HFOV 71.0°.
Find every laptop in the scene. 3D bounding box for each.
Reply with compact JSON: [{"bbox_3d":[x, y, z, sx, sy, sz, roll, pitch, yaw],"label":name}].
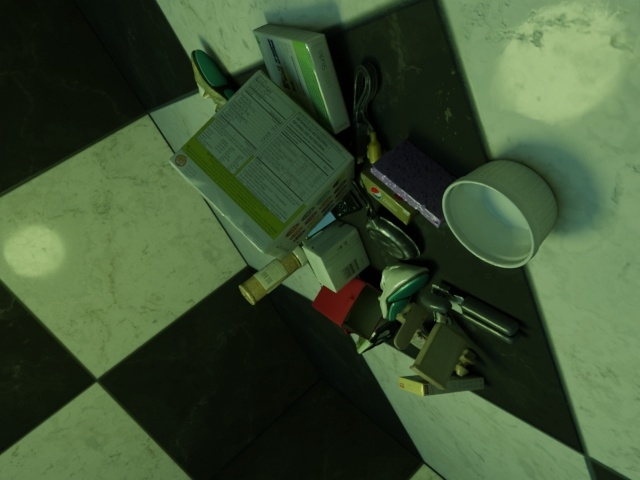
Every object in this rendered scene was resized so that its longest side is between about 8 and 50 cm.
[{"bbox_3d":[-0.022,-0.145,1.534,0.234,0.136,0.264,54,161,-8],"label":"laptop"}]

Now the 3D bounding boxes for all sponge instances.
[{"bbox_3d":[0.229,-0.134,1.020,0.210,0.117,0.031,44,161,21],"label":"sponge"}]

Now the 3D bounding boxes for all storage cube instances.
[{"bbox_3d":[0.118,0.238,1.729,0.183,0.215,0.193,33,177,-40],"label":"storage cube"}]

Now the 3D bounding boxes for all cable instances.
[{"bbox_3d":[0.111,-0.309,1.114,0.139,0.072,0.287,-123,23,-44],"label":"cable"}]

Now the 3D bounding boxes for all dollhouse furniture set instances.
[{"bbox_3d":[0.321,0.382,1.526,0.303,0.174,0.355,36,160,-1],"label":"dollhouse furniture set"}]

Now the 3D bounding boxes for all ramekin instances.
[{"bbox_3d":[0.355,-0.059,0.883,0.207,0.109,0.207,44,159,22],"label":"ramekin"}]

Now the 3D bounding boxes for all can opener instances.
[{"bbox_3d":[0.408,0.210,1.257,0.283,0.095,0.076,30,152,47],"label":"can opener"}]

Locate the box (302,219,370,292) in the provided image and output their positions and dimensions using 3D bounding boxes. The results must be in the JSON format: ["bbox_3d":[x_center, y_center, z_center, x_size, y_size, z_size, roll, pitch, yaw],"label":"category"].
[{"bbox_3d":[0.060,0.055,1.635,0.119,0.181,0.182,27,149,49],"label":"box"}]

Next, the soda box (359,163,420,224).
[{"bbox_3d":[0.189,-0.128,1.202,0.181,0.061,0.058,44,160,20],"label":"soda box"}]

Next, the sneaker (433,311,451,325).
[{"bbox_3d":[0.382,0.237,1.445,0.109,0.044,0.040,58,161,-12],"label":"sneaker"}]

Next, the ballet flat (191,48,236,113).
[{"bbox_3d":[-0.371,-0.531,1.640,0.348,0.123,0.123,49,161,-1],"label":"ballet flat"}]

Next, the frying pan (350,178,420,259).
[{"bbox_3d":[0.190,-0.035,1.297,0.197,0.053,0.326,34,169,32],"label":"frying pan"}]

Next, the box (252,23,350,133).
[{"bbox_3d":[-0.053,-0.426,1.165,0.322,0.058,0.232,44,162,49],"label":"box"}]

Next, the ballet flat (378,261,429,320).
[{"bbox_3d":[0.250,0.150,1.488,0.139,0.139,0.400,45,160,19],"label":"ballet flat"}]

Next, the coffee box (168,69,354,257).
[{"bbox_3d":[-0.133,-0.185,1.257,0.338,0.334,0.337,44,179,6],"label":"coffee box"}]

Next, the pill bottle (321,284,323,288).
[{"bbox_3d":[0.035,0.221,2.155,0.067,0.067,0.120,44,159,21],"label":"pill bottle"}]

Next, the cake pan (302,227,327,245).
[{"bbox_3d":[0.000,0.000,1.864,0.293,0.054,0.293,44,159,21],"label":"cake pan"}]

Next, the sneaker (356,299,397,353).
[{"bbox_3d":[0.215,0.360,1.946,0.410,0.158,0.182,103,144,-61],"label":"sneaker"}]

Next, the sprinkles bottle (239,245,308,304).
[{"bbox_3d":[-0.227,0.162,2.201,0.121,0.355,0.121,44,159,22],"label":"sprinkles bottle"}]

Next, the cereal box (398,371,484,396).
[{"bbox_3d":[0.416,0.495,1.560,0.173,0.240,0.047,152,116,-71],"label":"cereal box"}]
